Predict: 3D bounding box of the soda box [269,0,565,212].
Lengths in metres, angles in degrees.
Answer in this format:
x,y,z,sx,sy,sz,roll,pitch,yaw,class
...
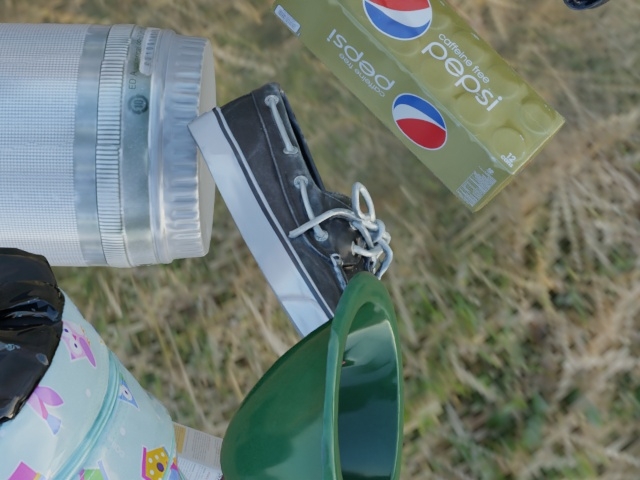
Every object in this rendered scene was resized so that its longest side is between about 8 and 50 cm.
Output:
x,y,z,sx,sy,sz,roll,pitch,yaw,class
0.059,-0.107,1.214,0.181,0.058,0.061,45,58,2,soda box

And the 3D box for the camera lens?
x,y,z,sx,sy,sz,roll,pitch,yaw,class
-0.238,-0.086,1.793,0.274,0.219,0.219,1,111,2,camera lens

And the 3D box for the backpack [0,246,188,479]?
x,y,z,sx,sy,sz,roll,pitch,yaw,class
-0.132,0.083,0.610,0.182,0.152,0.115,-25,123,16,backpack

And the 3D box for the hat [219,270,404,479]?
x,y,z,sx,sy,sz,roll,pitch,yaw,class
-0.054,0.123,1.274,0.183,0.173,0.208,0,89,18,hat

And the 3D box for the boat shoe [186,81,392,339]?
x,y,z,sx,sy,sz,roll,pitch,yaw,class
0.001,0.002,1.607,0.105,0.306,0.113,-30,148,1,boat shoe

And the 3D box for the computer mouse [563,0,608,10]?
x,y,z,sx,sy,sz,roll,pitch,yaw,class
0.170,-0.260,1.338,0.184,0.060,0.262,-19,126,36,computer mouse

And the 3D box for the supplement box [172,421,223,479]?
x,y,z,sx,sy,sz,roll,pitch,yaw,class
-0.127,0.181,1.680,0.098,0.062,0.036,20,109,-6,supplement box
